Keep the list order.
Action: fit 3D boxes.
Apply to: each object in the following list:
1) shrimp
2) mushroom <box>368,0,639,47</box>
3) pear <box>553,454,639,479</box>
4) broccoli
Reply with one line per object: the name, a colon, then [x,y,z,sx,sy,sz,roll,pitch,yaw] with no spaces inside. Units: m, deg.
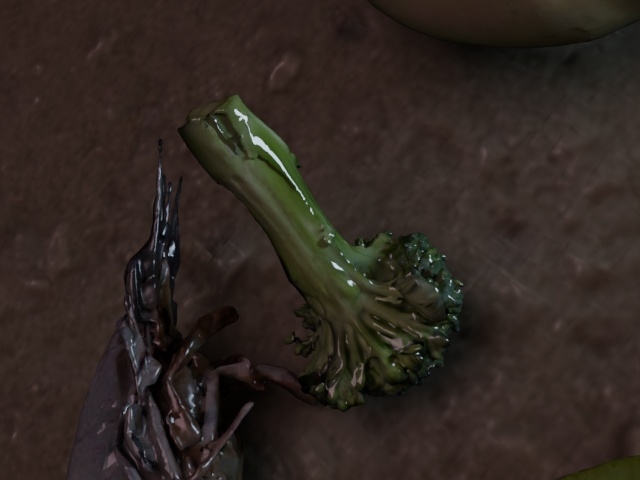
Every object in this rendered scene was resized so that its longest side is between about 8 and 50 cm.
shrimp: [-0.086,0.110,0.721,0.145,0.116,0.343,-8,74,27]
mushroom: [0.122,-0.300,0.653,0.325,0.353,0.353,-6,66,4]
pear: [0.115,0.246,0.539,0.239,0.139,0.288,-4,56,55]
broccoli: [-0.002,0.001,0.672,0.118,0.204,0.122,-33,23,11]
